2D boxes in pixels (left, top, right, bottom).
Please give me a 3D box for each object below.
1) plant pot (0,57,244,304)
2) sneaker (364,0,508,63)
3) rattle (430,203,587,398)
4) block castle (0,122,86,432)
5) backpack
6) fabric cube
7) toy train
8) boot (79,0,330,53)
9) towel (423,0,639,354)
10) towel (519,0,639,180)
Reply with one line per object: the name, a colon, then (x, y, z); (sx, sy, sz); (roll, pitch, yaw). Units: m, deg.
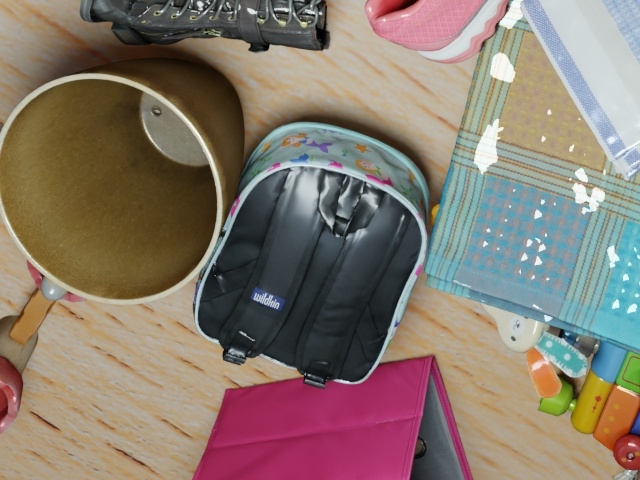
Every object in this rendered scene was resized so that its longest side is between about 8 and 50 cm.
plant pot: (-0.171, -0.091, 1.955); (0.237, 0.254, 0.237); (6, 113, 16)
sneaker: (0.157, -0.300, 1.850); (0.136, 0.116, 0.314); (4, 130, -44)
rattle: (0.199, 0.062, 2.014); (0.130, 0.143, 0.200); (-9, 76, 24)
block castle: (-0.476, -0.007, 2.079); (0.453, 0.213, 0.303); (31, 118, -9)
backpack: (0.000, 0.000, 2.023); (0.225, 0.191, 0.253); (19, 126, -5)
fabric cube: (0.023, 0.315, 2.153); (0.258, 0.259, 0.254); (-11, 117, 16)
toy train: (0.307, 0.200, 2.143); (0.143, 0.105, 0.248); (22, 119, 8)
boot: (-0.107, -0.242, 1.904); (0.229, 0.263, 0.091); (6, 85, 11)
towel: (0.262, -0.091, 1.904); (0.271, 0.040, 0.370); (18, 102, 23)
towel: (0.349, -0.216, 1.815); (0.285, 0.034, 0.209); (-34, 80, 23)
